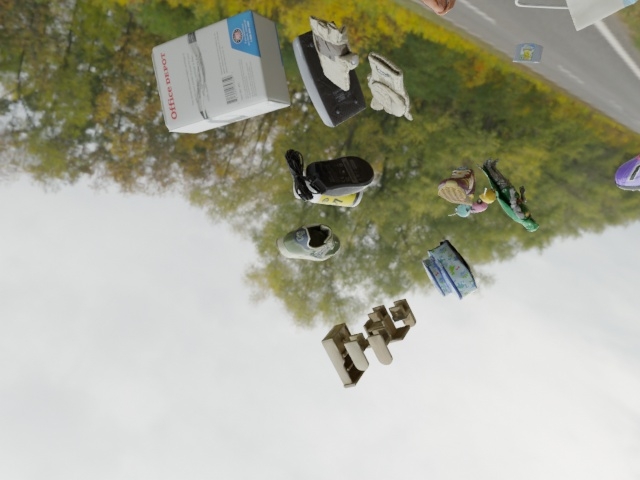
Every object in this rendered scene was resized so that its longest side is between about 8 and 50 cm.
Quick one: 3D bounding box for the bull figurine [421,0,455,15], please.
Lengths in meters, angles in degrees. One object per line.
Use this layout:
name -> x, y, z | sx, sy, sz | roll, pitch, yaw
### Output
bull figurine -> 0.335, -0.841, 1.901 | 0.101, 0.188, 0.310 | -7, -135, -41

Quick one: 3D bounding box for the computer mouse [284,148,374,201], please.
computer mouse -> 0.029, -0.189, 1.782 | 0.272, 0.072, 0.188 | -6, -121, -24

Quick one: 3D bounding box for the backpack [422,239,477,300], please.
backpack -> 0.280, 0.074, 1.287 | 0.105, 0.084, 0.114 | 53, -176, -40

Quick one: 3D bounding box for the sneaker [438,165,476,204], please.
sneaker -> 0.316, -0.136, 1.374 | 0.070, 0.083, 0.185 | 9, 177, 21

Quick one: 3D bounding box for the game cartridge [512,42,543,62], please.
game cartridge -> 0.620, -0.560, 1.783 | 0.083, 0.056, 0.017 | 17, -172, 39

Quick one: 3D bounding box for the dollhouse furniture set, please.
dollhouse furniture set -> 0.151, 0.309, 1.715 | 0.161, 0.242, 0.212 | 63, -146, -9

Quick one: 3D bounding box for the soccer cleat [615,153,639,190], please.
soccer cleat -> 0.754, -0.198, 1.255 | 0.116, 0.108, 0.318 | 43, 151, -15

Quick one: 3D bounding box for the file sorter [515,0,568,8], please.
file sorter -> 0.517, -0.676, 1.299 | 0.193, 0.277, 0.173 | -4, 172, -15

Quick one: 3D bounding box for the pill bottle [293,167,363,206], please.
pill bottle -> 0.025, -0.177, 1.964 | 0.209, 0.119, 0.119 | 5, -155, -23

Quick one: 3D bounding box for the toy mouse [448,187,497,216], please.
toy mouse -> 0.401, -0.088, 1.562 | 0.161, 0.143, 0.031 | -5, -114, -59

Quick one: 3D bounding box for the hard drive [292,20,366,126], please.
hard drive -> 0.023, -0.453, 1.639 | 0.054, 0.254, 0.172 | -3, -153, 47

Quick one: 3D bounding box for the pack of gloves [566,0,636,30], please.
pack of gloves -> 0.565, -0.534, 1.113 | 0.232, 0.195, 0.046 | -17, -170, 29

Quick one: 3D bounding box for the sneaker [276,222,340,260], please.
sneaker -> 0.000, 0.000, 1.268 | 0.192, 0.086, 0.064 | -1, -112, -51

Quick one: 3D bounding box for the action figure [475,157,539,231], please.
action figure -> 0.526, -0.124, 1.646 | 0.137, 0.063, 0.232 | -8, -117, -50

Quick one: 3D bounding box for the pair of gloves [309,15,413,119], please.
pair of gloves -> 0.079, -0.332, 1.151 | 0.240, 0.042, 0.204 | 39, 173, 22

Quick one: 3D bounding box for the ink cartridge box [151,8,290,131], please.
ink cartridge box -> -0.254, -0.418, 1.523 | 0.308, 0.223, 0.129 | -10, -178, 25
